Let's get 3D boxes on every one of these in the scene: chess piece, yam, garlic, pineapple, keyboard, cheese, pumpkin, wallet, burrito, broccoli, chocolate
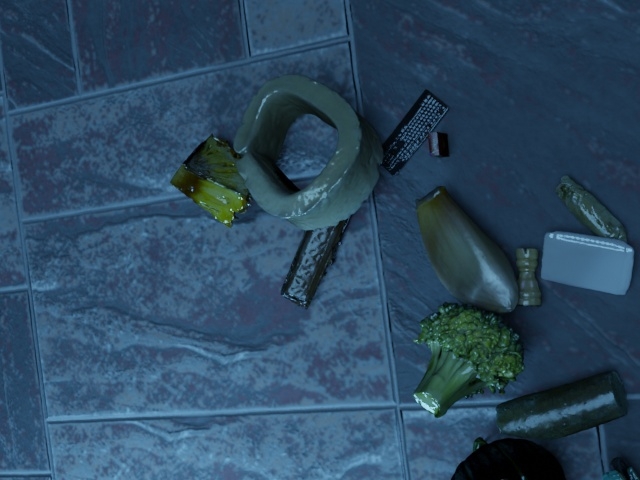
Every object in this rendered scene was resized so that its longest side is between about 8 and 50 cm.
[{"bbox_3d":[0.436,0.077,1.875,0.066,0.066,0.122,2,90,23],"label":"chess piece"},{"bbox_3d":[0.498,0.351,1.840,0.259,0.106,0.106,-23,84,22],"label":"yam"},{"bbox_3d":[0.307,0.027,1.900,0.318,0.112,0.143,54,135,13],"label":"garlic"},{"bbox_3d":[-0.253,-0.148,2.092,0.114,0.186,0.236,-55,53,35],"label":"pineapple"},{"bbox_3d":[0.199,-0.239,1.984,0.074,0.015,0.196,43,107,16],"label":"keyboard"},{"bbox_3d":[-0.040,-0.198,1.976,0.292,0.153,0.332,-48,60,7],"label":"cheese"},{"bbox_3d":[0.378,0.508,1.857,0.248,0.248,0.248,1,93,23],"label":"pumpkin"},{"bbox_3d":[0.546,0.043,1.827,0.183,0.032,0.124,10,121,21],"label":"wallet"},{"bbox_3d":[0.555,-0.055,1.827,0.188,0.045,0.058,47,124,11],"label":"burrito"},{"bbox_3d":[0.298,0.265,1.832,0.263,0.243,0.247,20,142,42],"label":"broccoli"},{"bbox_3d":[-0.005,-0.001,2.057,0.102,0.065,0.329,27,101,20],"label":"chocolate"}]

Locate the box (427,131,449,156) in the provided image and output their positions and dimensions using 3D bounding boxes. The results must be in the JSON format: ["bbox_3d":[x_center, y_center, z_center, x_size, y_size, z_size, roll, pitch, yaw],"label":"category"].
[{"bbox_3d":[0.256,-0.207,1.925,0.023,0.082,0.052,-4,91,24],"label":"box"}]

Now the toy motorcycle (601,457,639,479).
[{"bbox_3d":[0.643,0.574,1.742,0.109,0.198,0.296,-35,78,26],"label":"toy motorcycle"}]
